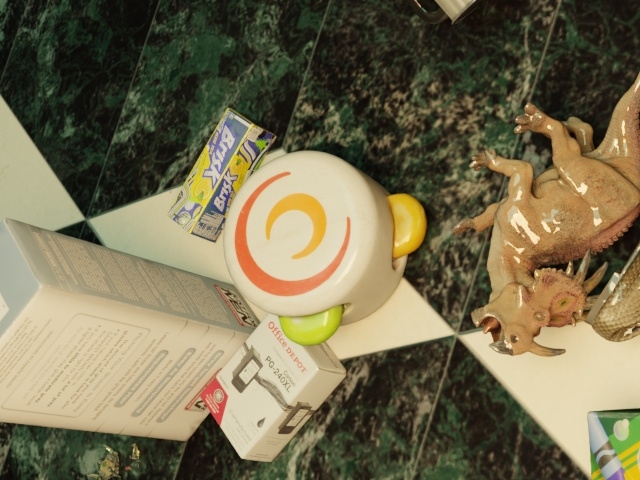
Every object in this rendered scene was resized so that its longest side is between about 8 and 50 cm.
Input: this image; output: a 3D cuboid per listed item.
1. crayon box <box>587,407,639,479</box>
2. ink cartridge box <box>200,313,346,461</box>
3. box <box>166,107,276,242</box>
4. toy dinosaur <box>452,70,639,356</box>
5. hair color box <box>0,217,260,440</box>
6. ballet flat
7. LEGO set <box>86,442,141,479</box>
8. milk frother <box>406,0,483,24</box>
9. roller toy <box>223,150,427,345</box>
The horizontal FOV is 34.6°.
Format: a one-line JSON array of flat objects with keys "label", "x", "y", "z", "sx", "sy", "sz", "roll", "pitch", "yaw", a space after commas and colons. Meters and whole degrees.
[{"label": "crayon box", "x": 0.357, "y": 0.235, "z": 0.804, "sx": 0.323, "sy": 0.083, "sz": 0.203, "roll": -14, "pitch": 76, "yaw": 57}, {"label": "ink cartridge box", "x": -0.057, "y": 0.172, "z": 1.233, "sx": 0.150, "sy": 0.063, "sz": 0.109, "roll": -51, "pitch": 53, "yaw": 13}, {"label": "box", "x": -0.132, "y": -0.087, "z": 1.372, "sx": 0.059, "sy": 0.054, "sz": 0.169, "roll": 36, "pitch": 98, "yaw": 37}, {"label": "toy dinosaur", "x": 0.254, "y": -0.021, "z": 1.034, "sx": 0.295, "sy": 0.127, "sz": 0.200, "roll": -43, "pitch": 62, "yaw": 3}, {"label": "hair color box", "x": -0.248, "y": 0.117, "z": 1.190, "sx": 0.185, "sy": 0.374, "sz": 0.114, "roll": -49, "pitch": 54, "yaw": 14}, {"label": "ballet flat", "x": 0.325, "y": -0.009, "z": 0.923, "sx": 0.058, "sy": 0.084, "sz": 0.250, "roll": 35, "pitch": 110, "yaw": 17}, {"label": "LEGO set", "x": -0.274, "y": 0.302, "z": 1.384, "sx": 0.083, "sy": 0.023, "sz": 0.054, "roll": -7, "pitch": 74, "yaw": 21}, {"label": "milk frother", "x": 0.160, "y": -0.342, "z": 1.216, "sx": 0.143, "sy": 0.129, "sz": 0.135, "roll": -40, "pitch": 90, "yaw": -13}, {"label": "roller toy", "x": 0.000, "y": 0.000, "z": 1.191, "sx": 0.191, "sy": 0.146, "sz": 0.209, "roll": 40, "pitch": 97, "yaw": 27}]
